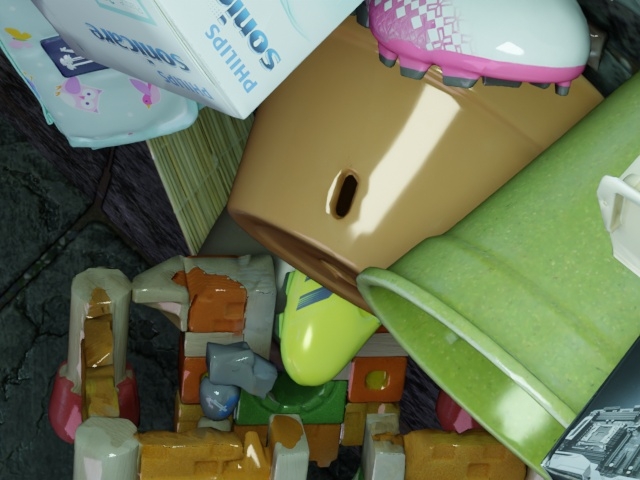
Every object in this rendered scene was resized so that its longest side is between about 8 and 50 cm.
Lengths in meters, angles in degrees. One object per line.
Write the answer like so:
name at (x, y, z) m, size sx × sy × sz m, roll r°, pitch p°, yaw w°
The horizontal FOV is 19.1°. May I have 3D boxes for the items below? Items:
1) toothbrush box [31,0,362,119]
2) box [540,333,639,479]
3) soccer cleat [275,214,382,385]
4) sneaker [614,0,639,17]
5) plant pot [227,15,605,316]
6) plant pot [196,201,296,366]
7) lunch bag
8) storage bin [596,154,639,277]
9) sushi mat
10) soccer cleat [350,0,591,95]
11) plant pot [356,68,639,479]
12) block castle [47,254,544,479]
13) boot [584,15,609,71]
toothbrush box at (-0.032, -0.231, 1.139) m, size 0.216 × 0.295 × 0.126 m, roll 26°, pitch 158°, yaw 53°
box at (0.300, 0.104, 1.171) m, size 0.076 × 0.307 × 0.242 m, roll 15°, pitch 150°, yaw 51°
soccer cleat at (0.069, 0.008, 1.599) m, size 0.121 × 0.289 × 0.093 m, roll 11°, pitch 141°, yaw 41°
sneaker at (0.214, -0.151, 1.024) m, size 0.295 × 0.104 × 0.147 m, roll 38°, pitch -177°, yaw -6°
plant pot at (0.061, -0.058, 1.460) m, size 0.291 × 0.203 × 0.291 m, roll 32°, pitch 172°, yaw 5°
plant pot at (0.000, 0.000, 1.883) m, size 0.263 × 0.229 × 0.263 m, roll 41°, pitch 167°, yaw 11°
lunch bag at (-0.144, -0.214, 1.541) m, size 0.160 × 0.262 × 0.223 m, roll 52°, pitch 175°, yaw 44°
storage bin at (0.300, -0.038, 0.844) m, size 0.260 × 0.262 × 0.123 m, roll 36°, pitch 167°, yaw 28°
sushi mat at (-0.124, -0.127, 1.875) m, size 0.019 × 0.151 × 0.317 m, roll 10°, pitch 133°, yaw 37°
soccer cleat at (0.080, -0.184, 1.177) m, size 0.116 × 0.143 × 0.331 m, roll 4°, pitch -164°, yaw -15°
plant pot at (0.208, 0.025, 1.279) m, size 0.276 × 0.254 × 0.276 m, roll 41°, pitch 173°, yaw 7°
block castle at (-0.012, 0.182, 1.674) m, size 0.303 × 0.453 × 0.213 m, roll -104°, pitch 18°, yaw -55°
boot at (0.160, -0.169, 1.326) m, size 0.114 × 0.037 × 0.106 m, roll 43°, pitch 176°, yaw 9°
